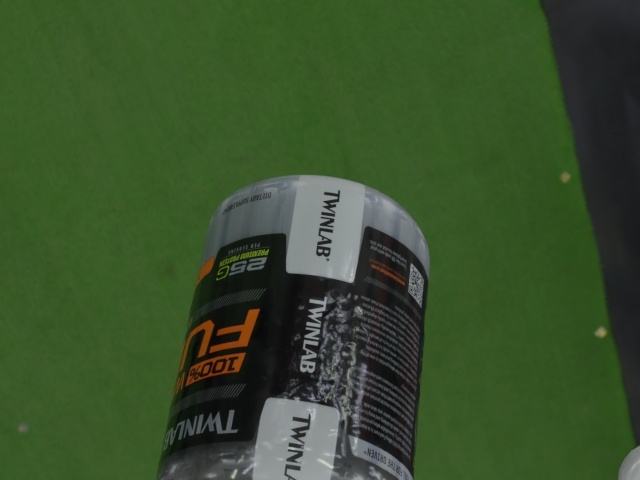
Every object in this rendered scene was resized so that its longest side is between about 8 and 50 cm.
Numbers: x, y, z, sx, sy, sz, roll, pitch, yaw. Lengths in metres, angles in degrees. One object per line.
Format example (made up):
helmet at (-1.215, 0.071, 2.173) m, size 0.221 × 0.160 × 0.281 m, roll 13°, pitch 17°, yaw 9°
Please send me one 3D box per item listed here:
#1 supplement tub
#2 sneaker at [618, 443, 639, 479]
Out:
supplement tub at (-0.020, 0.132, 0.982) m, size 0.207 × 0.338 × 0.207 m, roll 5°, pitch 146°, yaw 3°
sneaker at (0.224, 0.162, 0.759) m, size 0.061 × 0.065 × 0.158 m, roll -38°, pitch 131°, yaw 9°
